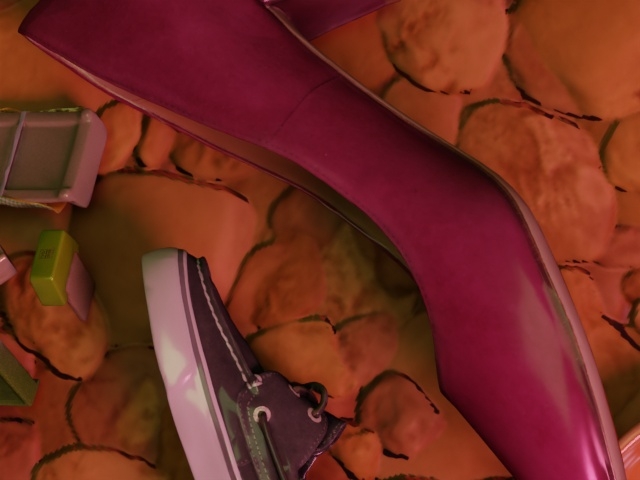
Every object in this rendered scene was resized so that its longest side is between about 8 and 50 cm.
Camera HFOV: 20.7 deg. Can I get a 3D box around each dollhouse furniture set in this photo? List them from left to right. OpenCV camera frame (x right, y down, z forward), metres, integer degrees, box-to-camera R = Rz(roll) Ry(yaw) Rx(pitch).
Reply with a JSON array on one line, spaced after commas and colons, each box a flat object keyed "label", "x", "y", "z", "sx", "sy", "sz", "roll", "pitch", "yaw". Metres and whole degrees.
[{"label": "dollhouse furniture set", "x": -0.153, "y": 0.005, "z": 0.896, "sx": 0.076, "sy": 0.058, "sz": 0.151, "roll": 0, "pitch": 58, "yaw": 16}]

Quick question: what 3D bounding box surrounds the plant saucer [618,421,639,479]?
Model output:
[{"label": "plant saucer", "x": 0.206, "y": 0.165, "z": 0.798, "sx": 0.200, "sy": 0.037, "sz": 0.200, "roll": -2, "pitch": 77, "yaw": 7}]

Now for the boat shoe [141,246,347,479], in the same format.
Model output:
[{"label": "boat shoe", "x": -0.021, "y": 0.104, "z": 0.827, "sx": 0.076, "sy": 0.080, "sz": 0.228, "roll": -19, "pitch": 76, "yaw": -2}]

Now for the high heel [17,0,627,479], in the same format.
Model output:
[{"label": "high heel", "x": 0.000, "y": 0.000, "z": 0.827, "sx": 0.181, "sy": 0.127, "sz": 0.377, "roll": -26, "pitch": 64, "yaw": 1}]
